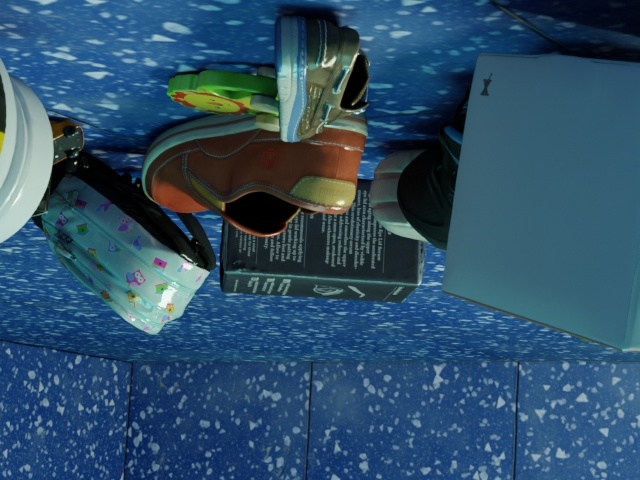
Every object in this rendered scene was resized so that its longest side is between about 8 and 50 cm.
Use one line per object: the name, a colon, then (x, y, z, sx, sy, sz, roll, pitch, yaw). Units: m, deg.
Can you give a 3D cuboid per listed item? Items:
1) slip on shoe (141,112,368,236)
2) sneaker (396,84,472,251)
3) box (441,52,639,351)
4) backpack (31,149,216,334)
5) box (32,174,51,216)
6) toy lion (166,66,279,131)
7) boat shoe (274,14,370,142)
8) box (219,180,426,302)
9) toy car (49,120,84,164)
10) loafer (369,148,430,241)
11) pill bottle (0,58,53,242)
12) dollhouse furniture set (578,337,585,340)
slip on shoe: (-0.069, -0.053, 1.522, 0.123, 0.101, 0.331, 7, 172, -31)
sneaker: (0.148, -0.076, 1.366, 0.140, 0.125, 0.341, 35, 160, -21)
box: (0.288, -0.016, 1.124, 0.345, 0.168, 0.215, 6, -175, -26)
backpack: (-0.192, 0.004, 1.678, 0.182, 0.115, 0.152, 40, -169, 24)
box: (-0.446, -0.062, 1.662, 0.257, 0.079, 0.322, 11, 168, -34)
toy lion: (-0.075, -0.117, 1.358, 0.096, 0.034, 0.100, 10, 171, 2)
boat shoe: (0.002, -0.111, 1.241, 0.066, 0.066, 0.183, 1, 171, 1)
box: (0.000, 0.000, 1.795, 0.207, 0.108, 0.153, 3, 170, -5)
toy car: (-0.254, -0.107, 1.508, 0.040, 0.060, 0.122, 46, 172, 28)
loafer: (0.206, -0.034, 1.554, 0.320, 0.112, 0.111, 8, 178, 18)
pill bottle: (-0.321, -0.087, 1.123, 0.188, 0.187, 0.334, -1, 171, 22)
dollhouse furniture set: (0.441, 0.034, 1.722, 0.302, 0.151, 0.197, 7, 170, -24)
